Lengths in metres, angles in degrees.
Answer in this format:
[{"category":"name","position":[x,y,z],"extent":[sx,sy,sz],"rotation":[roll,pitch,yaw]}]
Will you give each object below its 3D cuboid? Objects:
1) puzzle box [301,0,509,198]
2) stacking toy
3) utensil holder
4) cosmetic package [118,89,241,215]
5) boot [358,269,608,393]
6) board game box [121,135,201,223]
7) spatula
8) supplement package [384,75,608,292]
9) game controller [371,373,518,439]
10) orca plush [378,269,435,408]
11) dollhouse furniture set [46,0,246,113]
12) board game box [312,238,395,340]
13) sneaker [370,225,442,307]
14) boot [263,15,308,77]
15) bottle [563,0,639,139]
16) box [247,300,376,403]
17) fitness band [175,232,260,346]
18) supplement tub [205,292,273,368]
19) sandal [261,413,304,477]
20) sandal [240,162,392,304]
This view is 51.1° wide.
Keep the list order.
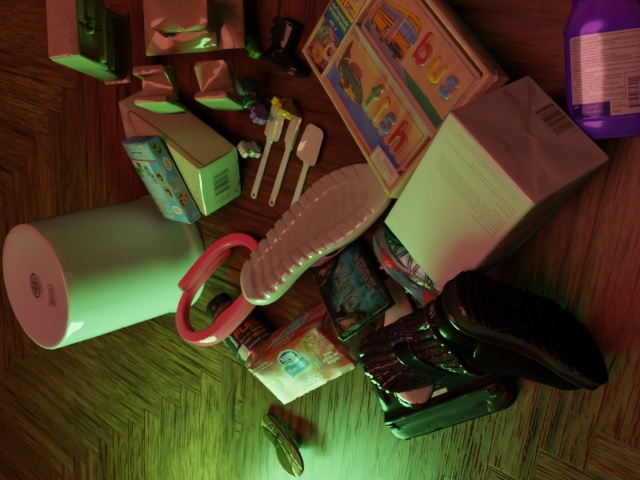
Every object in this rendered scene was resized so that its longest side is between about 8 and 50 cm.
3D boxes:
[{"category":"puzzle box","position":[0.123,-0.309,1.160],"extent":[0.272,0.052,0.408],"rotation":[-53,50,35]},{"category":"stacking toy","position":[-0.148,-0.310,1.468],"extent":[0.167,0.052,0.221],"rotation":[-42,65,40]},{"category":"utensil holder","position":[-0.541,0.070,1.685],"extent":[0.328,0.386,0.327],"rotation":[12,109,39]},{"category":"cosmetic package","position":[-0.330,-0.217,1.577],"extent":[0.309,0.113,0.160],"rotation":[37,148,27]},{"category":"boot","position":[0.266,0.190,1.112],"extent":[0.348,0.131,0.260],"rotation":[27,134,-17]},{"category":"board game box","position":[-0.373,-0.143,1.563],"extent":[0.160,0.039,0.211],"rotation":[12,131,53]},{"category":"spatula","position":[-0.080,-0.165,1.471],"extent":[0.168,0.019,0.241],"rotation":[35,122,28]},{"category":"supplement package","position":[0.257,-0.074,1.044],"extent":[0.177,0.175,0.293],"rotation":[53,150,16]},{"category":"game controller","position":[0.230,0.282,1.310],"extent":[0.319,0.067,0.166],"rotation":[-33,65,40]},{"category":"orca plush","position":[0.146,0.198,1.293],"extent":[0.102,0.151,0.287],"rotation":[95,153,-55]},{"category":"dollhouse furniture set","position":[-0.348,-0.458,1.465],"extent":[0.395,0.256,0.361],"rotation":[-2,92,9]},{"category":"board game box","position":[0.061,0.095,1.320],"extent":[0.126,0.026,0.186],"rotation":[-38,40,11]},{"category":"sneaker","position":[0.210,0.051,1.249],"extent":[0.262,0.104,0.125],"rotation":[46,108,19]},{"category":"boot","position":[-0.063,-0.400,1.379],"extent":[0.121,0.045,0.099],"rotation":[34,116,27]},{"category":"bottle","position":[0.410,-0.288,0.962],"extent":[0.118,0.092,0.282],"rotation":[-3,100,20]},{"category":"box","position":[-0.022,0.233,1.434],"extent":[0.122,0.128,0.257],"rotation":[46,131,-8]},{"category":"fitness band","position":[-0.236,0.113,1.577],"extent":[0.290,0.054,0.209],"rotation":[-49,48,5]},{"category":"supplement tub","position":[-0.191,0.215,1.611],"extent":[0.198,0.106,0.106],"rotation":[42,125,24]},{"category":"sandal","position":[-0.085,0.495,1.640],"extent":[0.180,0.049,0.072],"rotation":[47,123,40]},{"category":"sandal","position":[-0.004,-0.012,1.391],"extent":[0.416,0.102,0.169],"rotation":[-37,53,24]}]
